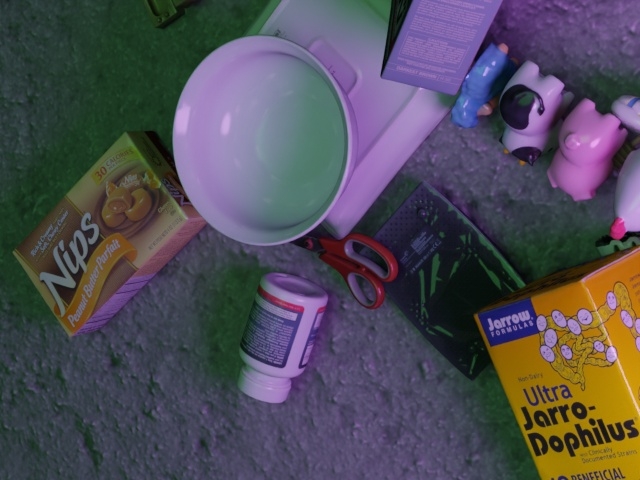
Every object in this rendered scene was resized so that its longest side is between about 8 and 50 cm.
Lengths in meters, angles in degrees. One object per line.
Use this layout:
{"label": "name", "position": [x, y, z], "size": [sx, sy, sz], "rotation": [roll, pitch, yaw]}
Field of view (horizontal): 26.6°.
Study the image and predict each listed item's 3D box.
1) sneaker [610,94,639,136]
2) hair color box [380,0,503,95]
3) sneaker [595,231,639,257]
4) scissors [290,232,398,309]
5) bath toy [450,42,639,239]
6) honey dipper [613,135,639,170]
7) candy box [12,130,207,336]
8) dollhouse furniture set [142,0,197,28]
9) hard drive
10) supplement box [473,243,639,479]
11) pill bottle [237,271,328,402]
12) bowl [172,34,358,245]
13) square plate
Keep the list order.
{"label": "sneaker", "position": [0.502, -0.167, 1.739], "size": [0.240, 0.091, 0.126], "rotation": [22, 94, 6]}
{"label": "hair color box", "position": [0.181, -0.373, 1.712], "size": [0.113, 0.374, 0.185], "rotation": [13, 58, -7]}
{"label": "sneaker", "position": [0.483, 0.027, 1.777], "size": [0.234, 0.078, 0.106], "rotation": [-12, 92, 32]}
{"label": "scissors", "position": [0.000, 0.000, 2.029], "size": [0.297, 0.021, 0.109], "rotation": [35, 130, 33]}
{"label": "bath toy", "position": [0.329, -0.119, 1.783], "size": [0.348, 0.151, 0.129], "rotation": [39, 94, 31]}
{"label": "honey dipper", "position": [0.448, -0.155, 1.805], "size": [0.160, 0.030, 0.030], "rotation": [-42, 75, 21]}
{"label": "candy box", "position": [-0.342, -0.010, 2.205], "size": [0.316, 0.087, 0.183], "rotation": [-43, 75, 25]}
{"label": "dollhouse furniture set", "position": [-0.253, -0.431, 2.098], "size": [0.151, 0.123, 0.144], "rotation": [-29, 81, 27]}
{"label": "hard drive", "position": [0.190, 0.055, 1.945], "size": [0.255, 0.054, 0.172], "rotation": [48, 114, 18]}
{"label": "supplement box", "position": [0.384, 0.206, 1.732], "size": [0.194, 0.195, 0.357], "rotation": [-24, 89, 47]}
{"label": "pill bottle", "position": [-0.064, 0.149, 2.060], "size": [0.108, 0.108, 0.180], "rotation": [25, 105, 24]}
{"label": "bowl", "position": [-0.057, -0.145, 1.959], "size": [0.297, 0.134, 0.298], "rotation": [3, 96, 29]}
{"label": "square plate", "position": [0.011, -0.237, 2.018], "size": [0.344, 0.049, 0.347], "rotation": [46, 113, 16]}
